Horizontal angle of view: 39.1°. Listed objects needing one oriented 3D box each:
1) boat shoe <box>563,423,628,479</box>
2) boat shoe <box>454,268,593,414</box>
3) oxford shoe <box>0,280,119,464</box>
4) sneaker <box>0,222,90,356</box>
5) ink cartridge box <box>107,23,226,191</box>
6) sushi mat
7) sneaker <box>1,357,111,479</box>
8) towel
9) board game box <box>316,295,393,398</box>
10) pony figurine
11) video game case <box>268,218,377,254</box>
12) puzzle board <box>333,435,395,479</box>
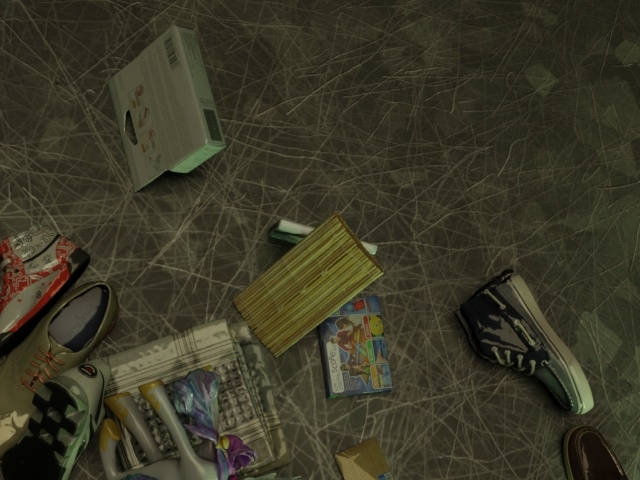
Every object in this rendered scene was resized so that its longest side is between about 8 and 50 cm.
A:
[{"bbox_3d":[0.609,0.537,1.839,0.123,0.123,0.342,-12,75,-17],"label":"boat shoe"},{"bbox_3d":[0.421,0.240,1.909,0.158,0.127,0.340,-26,71,-14],"label":"boat shoe"},{"bbox_3d":[-0.515,0.229,1.656,0.140,0.146,0.397,32,68,-4],"label":"oxford shoe"},{"bbox_3d":[-0.581,0.088,1.724,0.145,0.090,0.270,37,63,2],"label":"sneaker"},{"bbox_3d":[-0.322,-0.266,1.864,0.060,0.239,0.275,1,67,-49],"label":"ink cartridge box"},{"bbox_3d":[-0.031,0.091,1.772,0.151,0.316,0.019,53,28,5],"label":"sushi mat"},{"bbox_3d":[-0.449,0.338,1.586,0.122,0.330,0.146,39,31,6],"label":"sneaker"},{"bbox_3d":[-0.241,0.327,1.740,0.324,0.056,0.312,-15,76,-19],"label":"towel"},{"bbox_3d":[0.067,0.219,1.864,0.136,0.035,0.201,-3,72,-15],"label":"board game box"},{"bbox_3d":[-0.218,0.416,1.587,0.351,0.303,0.363,-20,82,15],"label":"pony figurine"},{"bbox_3d":[0.000,0.000,1.845,0.201,0.183,0.023,16,83,-8],"label":"video game case"},{"bbox_3d":[0.094,0.469,1.798,0.096,0.011,0.128,-20,78,-21],"label":"puzzle board"}]
